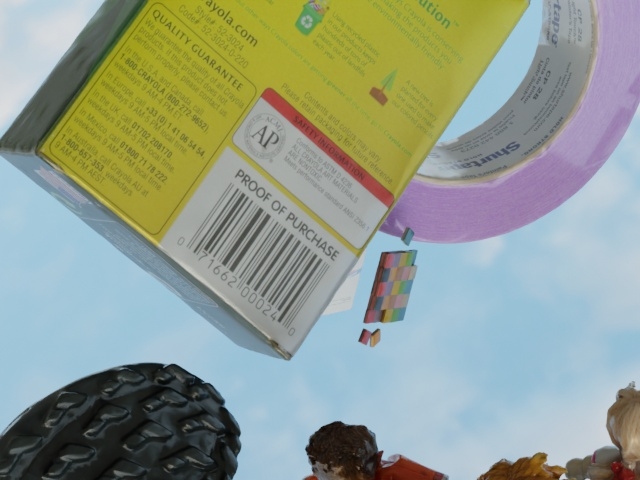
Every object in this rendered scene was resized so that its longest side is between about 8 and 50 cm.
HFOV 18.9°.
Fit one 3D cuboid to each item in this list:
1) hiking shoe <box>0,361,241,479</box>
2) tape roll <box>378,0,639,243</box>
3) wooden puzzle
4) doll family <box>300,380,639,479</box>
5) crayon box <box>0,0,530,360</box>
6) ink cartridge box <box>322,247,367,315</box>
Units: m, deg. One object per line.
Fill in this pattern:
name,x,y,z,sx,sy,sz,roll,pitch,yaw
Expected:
hiking shoe,-0.172,0.170,1.011,0.304,0.113,0.132,-39,-175,-35
tape roll,0.085,-0.140,1.302,0.275,0.274,0.090,-36,-155,-5
wooden puzzle,0.048,0.032,1.272,0.006,0.049,0.083,19,-79,27
doll family,0.099,0.154,0.987,0.263,0.163,0.118,-11,-126,26
crayon box,-0.014,-0.116,1.131,0.318,0.202,0.081,-55,-156,-13
ink cartridge box,0.000,0.000,1.783,0.052,0.122,0.088,-14,-126,-20
